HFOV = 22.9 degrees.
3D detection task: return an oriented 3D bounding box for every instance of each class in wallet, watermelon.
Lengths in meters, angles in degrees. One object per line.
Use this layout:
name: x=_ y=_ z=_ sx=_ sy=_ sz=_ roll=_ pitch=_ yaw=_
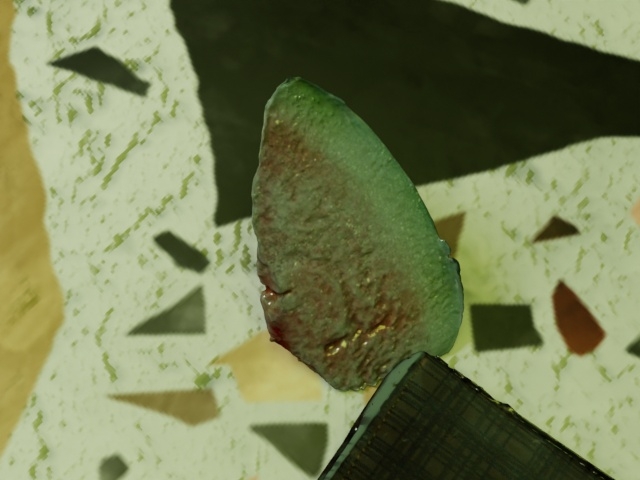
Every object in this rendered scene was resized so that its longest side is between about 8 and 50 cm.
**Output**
wallet: x=0.139 y=0.191 z=0.775 sx=0.317 sy=0.044 sz=0.169 roll=35 pitch=43 yaw=5
watermelon: x=0.006 y=-0.007 z=0.833 sx=0.094 sy=0.081 sz=0.180 roll=-28 pitch=112 yaw=-33
